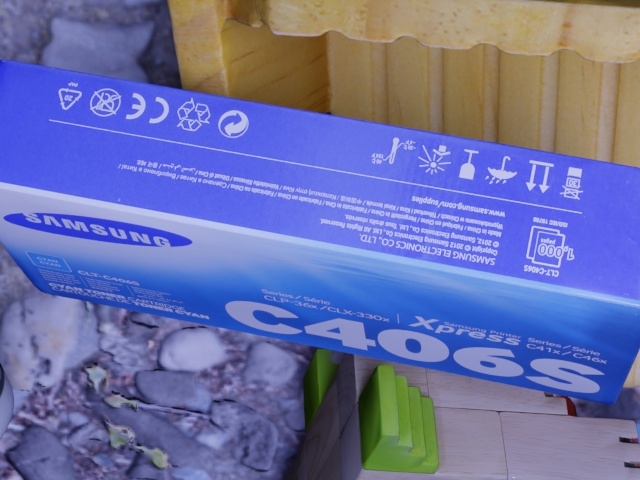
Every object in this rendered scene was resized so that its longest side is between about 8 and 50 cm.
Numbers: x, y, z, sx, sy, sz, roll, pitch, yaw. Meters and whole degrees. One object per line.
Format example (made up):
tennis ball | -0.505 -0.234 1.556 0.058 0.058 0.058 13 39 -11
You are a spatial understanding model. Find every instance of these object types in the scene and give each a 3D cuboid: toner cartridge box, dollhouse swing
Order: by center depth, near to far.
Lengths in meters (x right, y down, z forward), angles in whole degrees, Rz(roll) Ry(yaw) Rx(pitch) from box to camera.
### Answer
toner cartridge box | 0.000 0.000 0.728 0.348 0.075 0.165 10 158 10
dollhouse swing | 0.117 -0.013 0.807 0.347 0.315 0.305 8 109 16

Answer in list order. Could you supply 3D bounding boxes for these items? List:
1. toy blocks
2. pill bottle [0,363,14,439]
toy blocks | 0.117 0.194 0.995 0.261 0.190 0.381 5 145 -13
pill bottle | -0.362 0.024 0.929 0.188 0.188 0.334 -18 117 11
